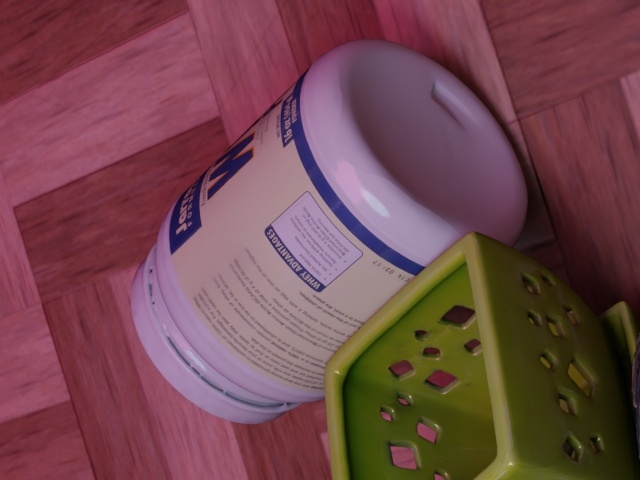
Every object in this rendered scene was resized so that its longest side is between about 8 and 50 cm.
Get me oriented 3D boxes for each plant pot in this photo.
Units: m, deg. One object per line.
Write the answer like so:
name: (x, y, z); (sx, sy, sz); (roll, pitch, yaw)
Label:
plant pot: (0.153, 0.160, 1.600); (0.227, 0.207, 0.228); (-45, 40, 41)

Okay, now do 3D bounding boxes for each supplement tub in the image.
supplement tub: (0.000, 0.000, 1.746); (0.325, 0.235, 0.235); (-42, 72, 36)

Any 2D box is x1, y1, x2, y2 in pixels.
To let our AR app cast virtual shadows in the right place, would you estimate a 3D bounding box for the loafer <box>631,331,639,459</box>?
loafer: (0.299, 0.073, 1.562); (0.084, 0.096, 0.268); (-17, 49, 56)
